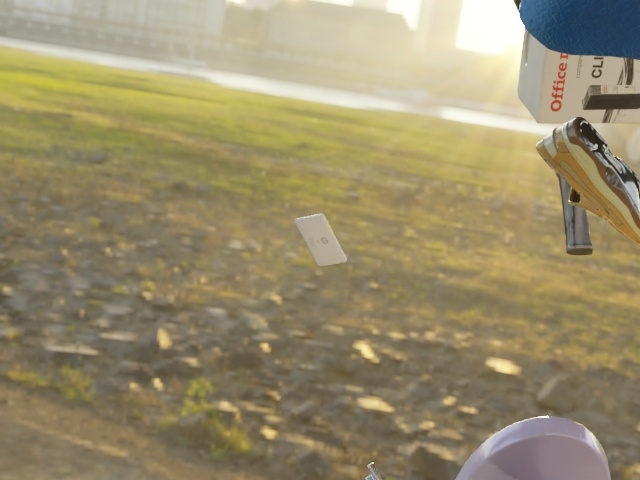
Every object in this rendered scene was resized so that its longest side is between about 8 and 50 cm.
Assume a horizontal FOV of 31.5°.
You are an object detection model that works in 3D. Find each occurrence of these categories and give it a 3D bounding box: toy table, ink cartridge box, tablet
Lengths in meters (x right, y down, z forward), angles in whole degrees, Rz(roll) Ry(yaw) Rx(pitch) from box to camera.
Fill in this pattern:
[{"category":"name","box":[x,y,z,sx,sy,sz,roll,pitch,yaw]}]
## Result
[{"category":"toy table","box":[0.227,0.343,1.222,0.252,0.274,0.161,-1,38,4]},{"category":"ink cartridge box","box":[0.442,-0.280,1.660,0.273,0.197,0.114,0,27,-4]},{"category":"tablet","box":[0.000,0.000,1.645,0.054,0.083,0.006,-11,28,37]}]

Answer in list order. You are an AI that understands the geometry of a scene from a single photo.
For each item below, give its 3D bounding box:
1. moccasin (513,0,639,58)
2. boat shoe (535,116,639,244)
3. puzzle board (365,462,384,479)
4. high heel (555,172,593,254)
[{"category":"moccasin","box":[0.350,-0.246,1.131,0.342,0.137,0.117,8,38,-23]},{"category":"boat shoe","box":[0.315,-0.059,1.288,0.072,0.190,0.068,-27,26,35]},{"category":"puzzle board","box":[0.053,0.176,0.668,0.011,0.096,0.128,-32,-11,-5]},{"category":"high heel","box":[0.474,-0.076,1.634,0.261,0.186,0.093,-2,-18,2]}]
